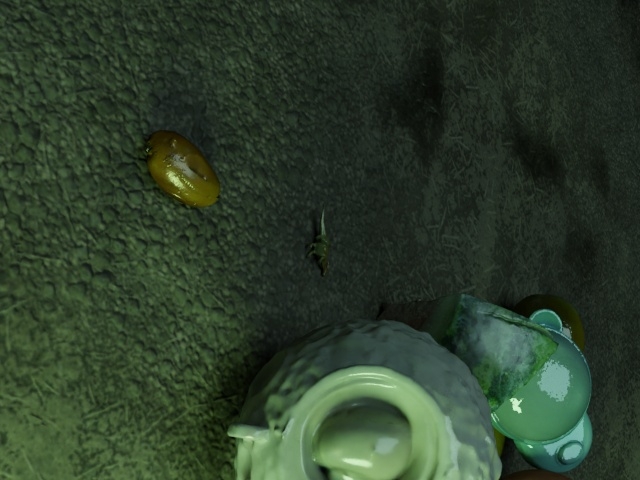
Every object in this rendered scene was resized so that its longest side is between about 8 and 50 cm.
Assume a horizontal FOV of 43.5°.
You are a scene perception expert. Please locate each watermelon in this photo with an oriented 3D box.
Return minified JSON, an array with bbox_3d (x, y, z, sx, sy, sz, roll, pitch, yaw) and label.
[{"bbox_3d":[0.209,0.198,1.306,0.193,0.310,0.232,38,18,-35],"label":"watermelon"}]

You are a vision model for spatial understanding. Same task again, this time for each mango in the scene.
[{"bbox_3d":[-0.176,-0.091,1.047,0.127,0.063,0.077,47,43,-28],"label":"mango"}]

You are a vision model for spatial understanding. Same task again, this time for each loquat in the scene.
[{"bbox_3d":[0.438,0.199,1.576,0.152,0.152,0.195,28,63,-40],"label":"loquat"}]

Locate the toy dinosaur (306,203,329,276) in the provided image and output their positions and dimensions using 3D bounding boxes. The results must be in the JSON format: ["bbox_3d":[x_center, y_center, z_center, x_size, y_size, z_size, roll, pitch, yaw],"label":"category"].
[{"bbox_3d":[-0.002,0.001,1.238,0.041,0.026,0.113,-13,99,-54],"label":"toy dinosaur"}]

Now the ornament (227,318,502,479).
[{"bbox_3d":[0.057,0.267,1.026,0.337,0.337,0.337,13,71,-45],"label":"ornament"}]

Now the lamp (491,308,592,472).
[{"bbox_3d":[0.393,0.282,1.444,0.209,0.147,0.284,-24,110,-12],"label":"lamp"}]

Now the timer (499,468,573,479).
[{"bbox_3d":[0.382,0.514,1.382,0.215,0.229,0.230,47,50,-41],"label":"timer"}]

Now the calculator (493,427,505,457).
[{"bbox_3d":[0.298,0.326,1.482,0.146,0.032,0.235,34,56,-37],"label":"calculator"}]
